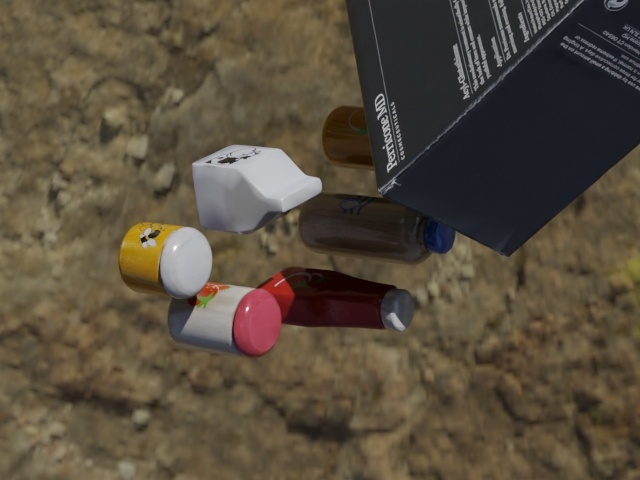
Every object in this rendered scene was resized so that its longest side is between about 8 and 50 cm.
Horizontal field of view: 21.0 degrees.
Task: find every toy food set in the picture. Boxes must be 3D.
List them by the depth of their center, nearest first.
[{"bbox_3d":[0.000,0.000,0.991,0.104,0.232,0.111,7,112,35],"label":"toy food set"}]

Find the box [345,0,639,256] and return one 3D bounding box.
[{"bbox_3d":[0.108,-0.152,0.959,0.103,0.261,0.184,27,128,-32],"label":"box"}]
